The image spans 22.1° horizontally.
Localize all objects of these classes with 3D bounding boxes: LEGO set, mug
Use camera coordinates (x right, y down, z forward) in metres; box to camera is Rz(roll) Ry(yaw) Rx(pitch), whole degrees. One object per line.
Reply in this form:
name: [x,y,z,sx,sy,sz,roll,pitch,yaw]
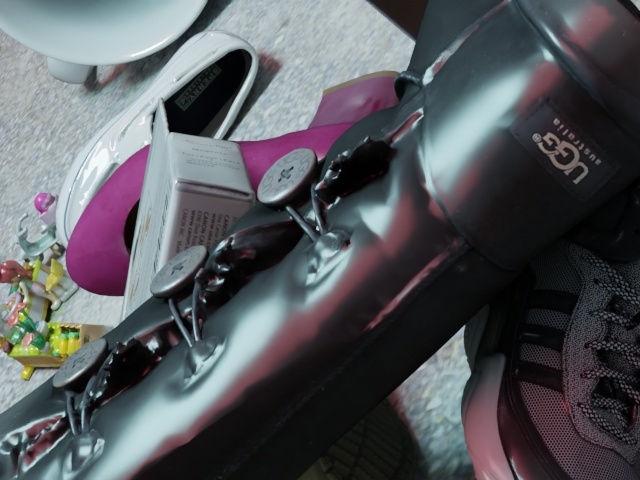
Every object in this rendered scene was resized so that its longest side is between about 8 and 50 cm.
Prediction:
LEGO set: [-0.289,0.052,1.563,0.132,0.107,0.287,-48,27,11]
mug: [-0.248,-0.351,1.836,0.328,0.276,0.374,-88,12,-56]

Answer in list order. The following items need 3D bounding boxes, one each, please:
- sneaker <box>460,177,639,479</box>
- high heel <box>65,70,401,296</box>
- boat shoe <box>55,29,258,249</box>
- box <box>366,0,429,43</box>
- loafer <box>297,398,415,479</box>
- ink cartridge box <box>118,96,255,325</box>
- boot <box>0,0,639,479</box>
sneaker: [0.156,0.051,0.862,0.153,0.101,0.269,-42,27,27]
high heel: [-0.087,-0.003,1.274,0.377,0.127,0.181,-29,27,35]
boat shoe: [-0.152,-0.089,1.524,0.258,0.095,0.084,-57,23,-3]
box: [0.100,-0.294,1.279,0.203,0.167,0.168,-38,31,28]
loafer: [-0.009,0.115,1.067,0.092,0.102,0.268,-47,18,15]
ink cartridge box: [-0.110,0.055,1.202,0.239,0.060,0.275,-110,30,-70]
boot: [0.000,0.000,0.965,0.445,0.146,0.367,-45,11,14]
